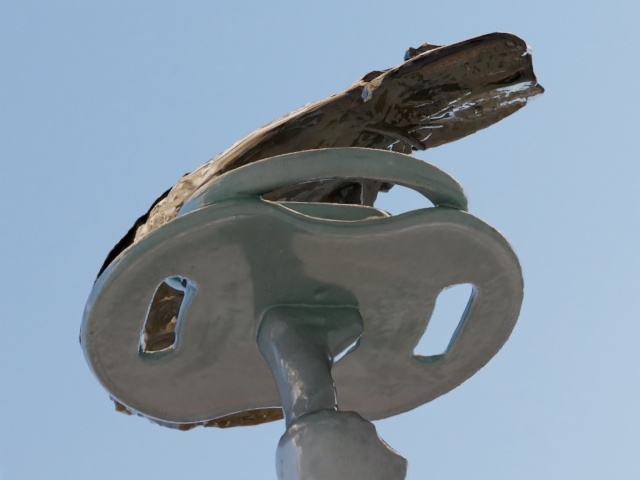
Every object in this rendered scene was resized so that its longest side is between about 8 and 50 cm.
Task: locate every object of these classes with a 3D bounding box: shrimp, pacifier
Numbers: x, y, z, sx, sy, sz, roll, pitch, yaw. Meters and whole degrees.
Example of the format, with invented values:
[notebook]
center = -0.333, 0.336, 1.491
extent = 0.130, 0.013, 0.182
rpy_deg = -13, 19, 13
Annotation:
[shrimp]
center = -0.001, -0.001, 0.921
extent = 0.058, 0.253, 0.173
rpy_deg = 54, -168, -41
[pacifier]
center = 0.003, 0.036, 0.639
extent = 0.150, 0.127, 0.117
rpy_deg = 8, -139, -23
